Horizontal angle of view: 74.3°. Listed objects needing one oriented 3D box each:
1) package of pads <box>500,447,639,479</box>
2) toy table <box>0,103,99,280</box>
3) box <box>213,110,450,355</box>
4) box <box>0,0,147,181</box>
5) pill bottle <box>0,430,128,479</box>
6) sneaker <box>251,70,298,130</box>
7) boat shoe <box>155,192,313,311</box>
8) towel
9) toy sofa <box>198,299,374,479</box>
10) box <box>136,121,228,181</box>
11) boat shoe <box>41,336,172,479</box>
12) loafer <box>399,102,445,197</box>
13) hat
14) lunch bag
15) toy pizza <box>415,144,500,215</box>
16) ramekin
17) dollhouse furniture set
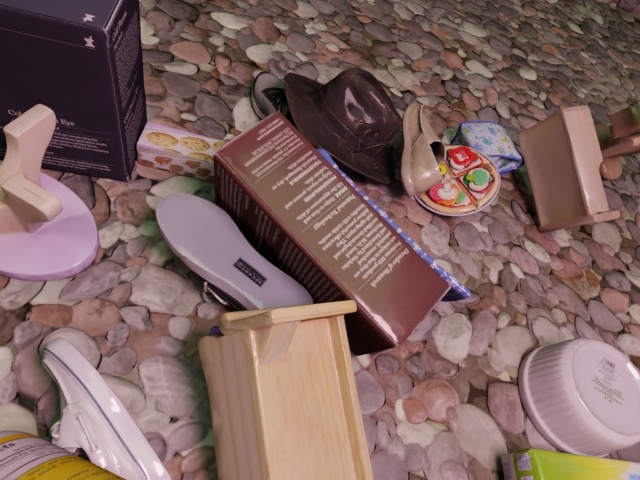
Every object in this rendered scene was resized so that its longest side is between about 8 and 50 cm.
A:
[{"bbox_3d":[0.435,0.458,0.637,0.297,0.101,0.229,12,54,-10],"label":"package of pads"},{"bbox_3d":[-0.474,-0.070,0.624,0.274,0.161,0.252,20,57,-4],"label":"toy table"},{"bbox_3d":[0.000,0.000,0.689,0.143,0.191,0.381,-40,84,-22],"label":"box"},{"bbox_3d":[-0.477,-0.283,0.672,0.343,0.312,0.178,9,57,-14],"label":"box"},{"bbox_3d":[-0.287,0.303,0.399,0.334,0.188,0.188,14,52,16],"label":"pill bottle"},{"bbox_3d":[-0.080,-0.287,0.936,0.100,0.108,0.271,-12,61,-22],"label":"sneaker"},{"bbox_3d":[-0.149,0.049,0.699,0.306,0.105,0.113,37,50,-2],"label":"boat shoe"},{"bbox_3d":[0.120,-0.020,0.765,0.040,0.243,0.336,-45,79,-1],"label":"towel"},{"bbox_3d":[-0.031,0.264,0.540,0.150,0.177,0.362,1,73,-44],"label":"toy sofa"},{"bbox_3d":[-0.188,-0.153,0.839,0.324,0.063,0.067,13,57,-10],"label":"box"},{"bbox_3d":[-0.292,0.239,0.533,0.258,0.095,0.084,45,52,14],"label":"boat shoe"},{"bbox_3d":[0.236,-0.211,0.960,0.092,0.102,0.268,-4,57,21],"label":"loafer"},{"bbox_3d":[0.084,-0.280,0.908,0.331,0.134,0.331,28,40,-27],"label":"hat"},{"bbox_3d":[0.432,-0.236,1.084,0.151,0.096,0.128,-8,61,-11],"label":"lunch bag"},{"bbox_3d":[0.308,-0.146,0.972,0.201,0.032,0.201,-5,61,9],"label":"toy pizza"},{"bbox_3d":[0.482,0.276,0.764,0.207,0.109,0.207,9,56,-13],"label":"ramekin"},{"bbox_3d":[0.718,-0.184,1.004,0.394,0.362,0.256,-10,85,-12],"label":"dollhouse furniture set"}]
